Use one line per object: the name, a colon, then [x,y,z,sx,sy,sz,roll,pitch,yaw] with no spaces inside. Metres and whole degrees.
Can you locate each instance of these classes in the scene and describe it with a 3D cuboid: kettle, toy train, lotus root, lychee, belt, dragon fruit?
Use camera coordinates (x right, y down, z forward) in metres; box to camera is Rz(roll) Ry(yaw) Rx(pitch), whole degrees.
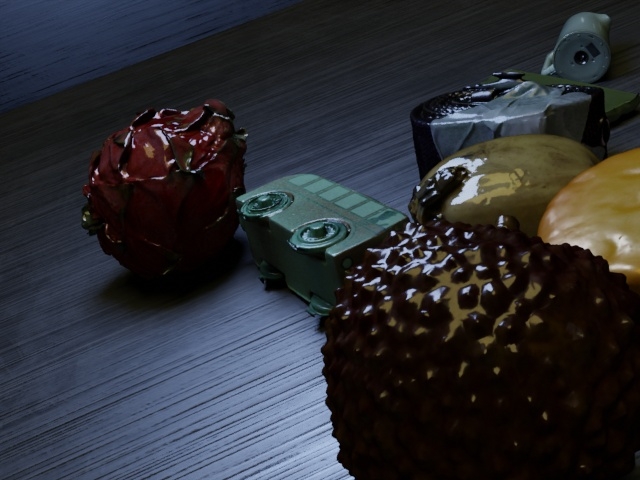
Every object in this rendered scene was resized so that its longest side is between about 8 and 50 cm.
kettle: [0.471,-0.343,1.532,0.098,0.126,0.148,22,34,5]
toy train: [0.000,0.000,1.135,0.159,0.129,0.326,-24,27,-23]
lotus root: [0.264,-0.043,1.013,0.310,0.182,0.183,-13,28,2]
lychee: [0.132,0.109,0.706,0.276,0.276,0.304,0,62,31]
belt: [0.270,-0.164,1.231,0.289,0.164,0.184,3,26,35]
dragon fruit: [-0.226,-0.079,1.268,0.299,0.244,0.244,-53,21,19]

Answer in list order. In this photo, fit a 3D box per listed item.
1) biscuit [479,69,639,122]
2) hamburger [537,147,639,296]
biscuit: [0.395,-0.248,1.444,0.099,0.038,0.322,-25,27,-20]
hamburger: [0.339,0.027,0.834,0.246,0.170,0.246,-25,29,15]
